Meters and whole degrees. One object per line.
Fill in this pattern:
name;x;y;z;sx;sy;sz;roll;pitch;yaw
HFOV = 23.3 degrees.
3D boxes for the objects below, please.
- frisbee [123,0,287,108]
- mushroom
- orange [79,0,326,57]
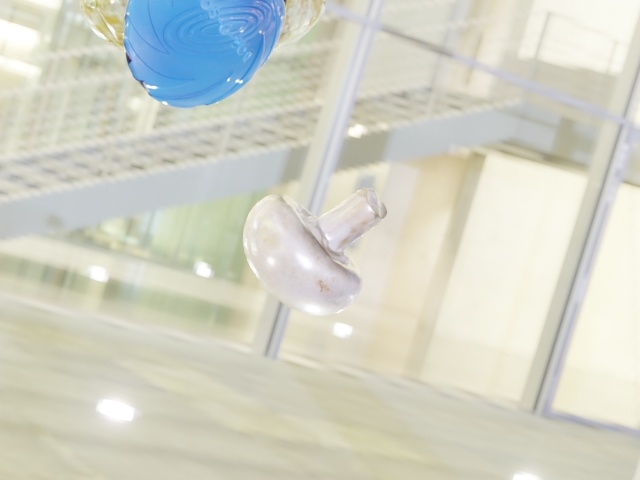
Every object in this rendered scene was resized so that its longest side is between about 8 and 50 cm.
frisbee;-0.128;-0.266;1.865;0.045;0.242;0.242;35;13;39
mushroom;0.000;0.000;2.310;0.207;0.215;0.207;50;10;-12
orange;-0.184;-0.375;2.182;0.368;0.271;0.210;4;13;14
